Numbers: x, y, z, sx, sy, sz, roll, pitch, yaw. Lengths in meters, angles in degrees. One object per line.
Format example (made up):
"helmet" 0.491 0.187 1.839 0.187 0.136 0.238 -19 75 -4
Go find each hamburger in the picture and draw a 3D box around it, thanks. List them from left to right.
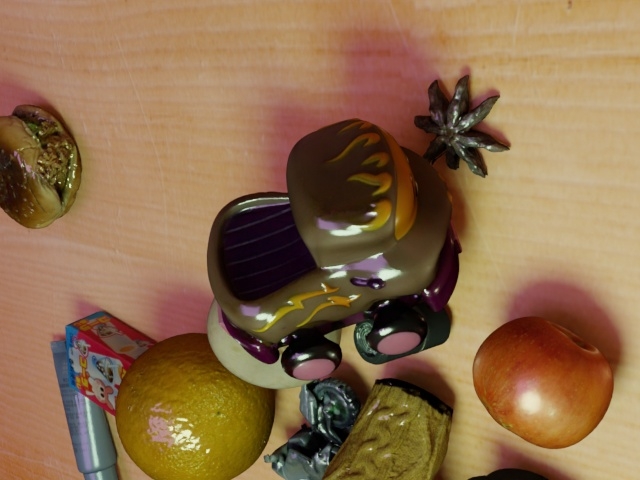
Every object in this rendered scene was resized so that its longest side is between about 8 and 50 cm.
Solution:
"hamburger" -0.584 -0.142 1.678 0.286 0.146 0.243 13 122 37

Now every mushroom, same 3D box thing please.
"mushroom" -0.064 0.115 1.267 0.204 0.204 0.204 17 117 37

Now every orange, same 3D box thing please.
"orange" -0.210 0.284 1.415 0.274 0.274 0.274 17 117 37

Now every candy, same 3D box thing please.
"candy" -0.380 0.274 1.679 0.306 0.100 0.157 22 120 33

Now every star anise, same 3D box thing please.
"star anise" 0.170 -0.142 1.058 0.141 0.042 0.141 15 115 36

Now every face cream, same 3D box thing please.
"face cream" -0.519 0.406 1.870 0.136 0.086 0.385 -12 93 41

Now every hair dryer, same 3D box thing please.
"hair dryer" 0.070 0.096 1.203 0.219 0.124 0.071 35 126 48

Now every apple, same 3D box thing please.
"apple" 0.269 0.166 1.011 0.163 0.163 0.139 39 115 25

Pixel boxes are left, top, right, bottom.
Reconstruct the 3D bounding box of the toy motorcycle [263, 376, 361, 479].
"toy motorcycle" -0.009 0.322 1.360 0.159 0.106 0.270 20 123 29

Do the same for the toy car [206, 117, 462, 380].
"toy car" 0.000 0.000 1.047 0.341 0.240 0.271 -21 53 11

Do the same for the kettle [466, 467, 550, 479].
"kettle" 0.278 0.437 1.118 0.221 0.161 0.236 16 116 15

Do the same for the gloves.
"gloves" 0.076 0.372 1.185 0.203 0.155 0.356 3 80 53
